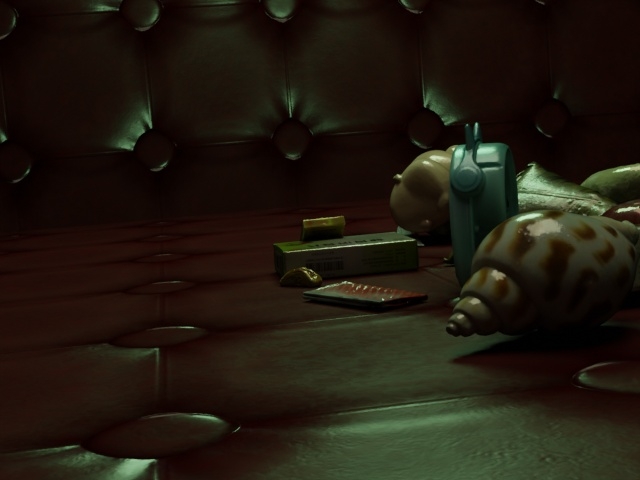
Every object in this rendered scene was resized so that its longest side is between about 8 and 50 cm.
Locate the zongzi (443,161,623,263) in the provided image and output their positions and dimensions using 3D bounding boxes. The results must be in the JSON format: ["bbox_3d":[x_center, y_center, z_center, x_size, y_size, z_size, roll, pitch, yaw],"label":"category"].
[{"bbox_3d":[0.410,-0.003,1.923,0.288,0.134,0.286,-36,35,-19],"label":"zongzi"}]

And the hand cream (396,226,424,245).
[{"bbox_3d":[0.206,-0.009,2.394,0.052,0.038,0.216,-28,10,6],"label":"hand cream"}]

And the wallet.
[{"bbox_3d":[0.070,0.089,1.648,0.103,0.020,0.196,-10,8,-38],"label":"wallet"}]

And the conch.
[{"bbox_3d":[0.279,0.050,1.270,0.275,0.182,0.148,-11,38,-1],"label":"conch"}]

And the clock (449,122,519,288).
[{"bbox_3d":[0.273,-0.058,1.680,0.094,0.274,0.223,-2,9,17],"label":"clock"}]

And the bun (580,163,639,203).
[{"bbox_3d":[0.674,-0.078,2.202,0.231,0.133,0.231,0,-19,0],"label":"bun"}]

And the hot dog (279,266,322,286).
[{"bbox_3d":[-0.037,0.066,1.864,0.090,0.034,0.030,2,10,39],"label":"hot dog"}]

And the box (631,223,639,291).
[{"bbox_3d":[0.508,0.018,1.540,0.330,0.095,0.210,-9,0,-13],"label":"box"}]

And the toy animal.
[{"bbox_3d":[0.258,-0.107,2.384,0.221,0.210,0.229,13,30,-39],"label":"toy animal"}]

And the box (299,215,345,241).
[{"bbox_3d":[0.000,0.000,2.112,0.089,0.022,0.156,-6,-28,-7],"label":"box"}]

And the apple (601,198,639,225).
[{"bbox_3d":[0.547,-0.008,1.739,0.154,0.119,0.153,-10,6,1],"label":"apple"}]

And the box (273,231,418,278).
[{"bbox_3d":[0.045,0.030,2.003,0.261,0.062,0.175,-5,6,-9],"label":"box"}]
